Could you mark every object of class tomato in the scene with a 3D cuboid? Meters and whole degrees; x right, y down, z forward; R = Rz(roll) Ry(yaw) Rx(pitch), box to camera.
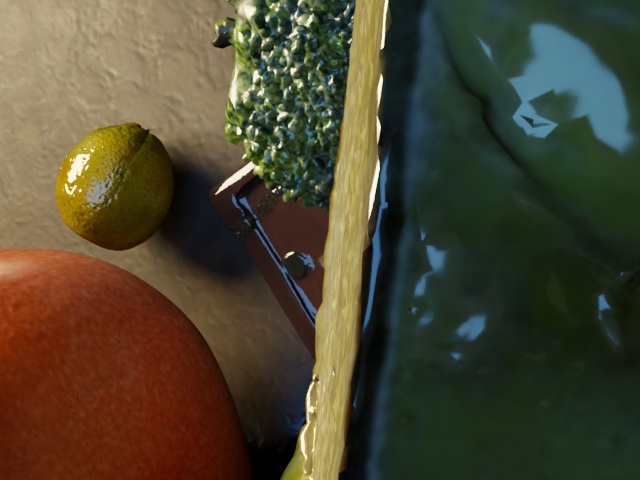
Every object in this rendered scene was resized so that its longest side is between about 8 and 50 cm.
[{"bbox_3d":[-0.206,0.159,0.991,0.341,0.273,0.341,40,149,31],"label":"tomato"}]

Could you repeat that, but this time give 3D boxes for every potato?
[{"bbox_3d":[0.153,0.008,0.674,0.319,0.442,0.385,8,77,-4],"label":"potato"}]

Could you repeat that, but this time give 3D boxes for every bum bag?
[{"bbox_3d":[0.000,0.000,1.020,0.109,0.026,0.159,-34,85,23],"label":"bum bag"}]

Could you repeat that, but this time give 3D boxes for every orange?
[{"bbox_3d":[-0.150,-0.041,1.052,0.085,0.085,0.095,29,98,20],"label":"orange"}]

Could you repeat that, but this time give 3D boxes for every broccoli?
[{"bbox_3d":[0.031,-0.146,0.914,0.176,0.198,0.226,122,144,-59],"label":"broccoli"}]

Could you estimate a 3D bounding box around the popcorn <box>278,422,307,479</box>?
[{"bbox_3d":[0.064,0.243,0.898,0.250,0.235,0.242,27,87,5],"label":"popcorn"}]
